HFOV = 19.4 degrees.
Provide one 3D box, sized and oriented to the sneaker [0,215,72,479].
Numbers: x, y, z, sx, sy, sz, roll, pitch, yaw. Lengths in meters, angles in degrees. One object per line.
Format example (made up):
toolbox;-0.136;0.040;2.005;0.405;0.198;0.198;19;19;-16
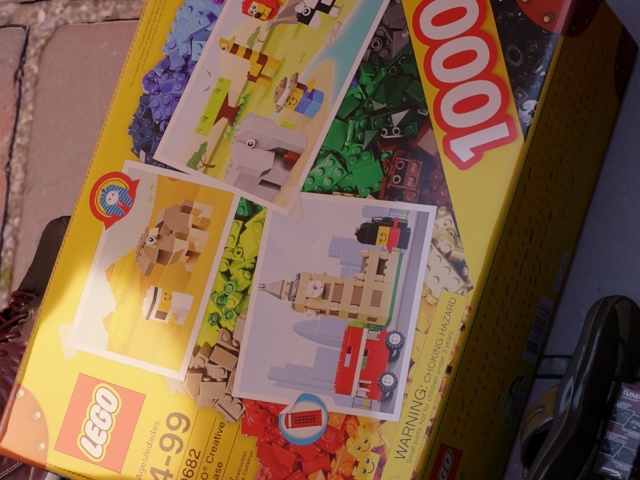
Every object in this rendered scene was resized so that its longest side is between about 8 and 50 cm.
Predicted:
sneaker;-0.295;0.103;1.662;0.106;0.162;0.281;158;121;-65

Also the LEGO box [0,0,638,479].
LEGO box;0.000;0.000;1.555;0.372;0.193;0.500;15;83;25

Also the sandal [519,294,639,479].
sandal;0.194;0.144;1.500;0.060;0.090;0.219;14;84;42

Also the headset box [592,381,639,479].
headset box;0.249;0.152;1.484;0.032;0.062;0.083;18;84;25
